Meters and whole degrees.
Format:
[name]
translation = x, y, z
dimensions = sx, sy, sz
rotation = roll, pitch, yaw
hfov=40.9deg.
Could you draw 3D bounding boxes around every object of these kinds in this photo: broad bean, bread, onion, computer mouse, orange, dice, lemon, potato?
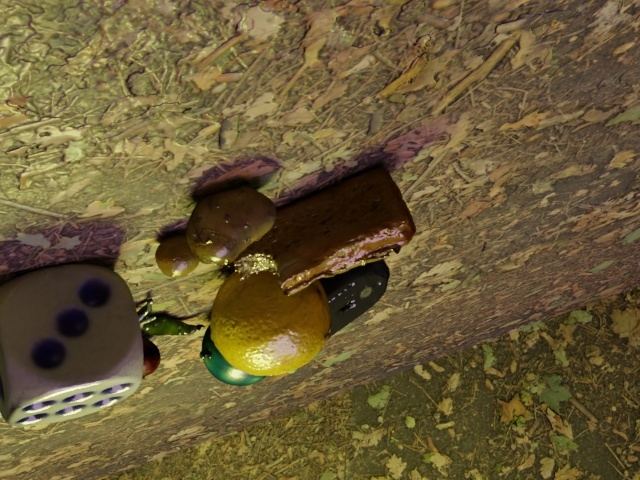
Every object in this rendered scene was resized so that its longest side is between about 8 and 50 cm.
[broad bean]
translation = -0.374, 0.212, 2.115
dimensions = 0.061, 0.046, 0.195
rotation = -25, 158, 33
[bread]
translation = 0.000, 0.000, 1.742
dimensions = 0.380, 0.185, 0.109
rotation = -23, 153, 8
[onion]
translation = -0.458, 0.299, 2.161
dimensions = 0.118, 0.119, 0.117
rotation = -33, 179, 30
[computer mouse]
translation = 0.029, 0.144, 2.173
dimensions = 0.323, 0.116, 0.183
rotation = -36, 137, -1
[orange]
translation = -0.279, 0.030, 1.698
dimensions = 0.095, 0.085, 0.085
rotation = -17, 159, -2
[dice]
translation = -0.507, 0.207, 1.684
dimensions = 0.259, 0.251, 0.243
rotation = -9, 156, -28
[lemon]
translation = -0.112, 0.174, 1.953
dimensions = 0.293, 0.293, 0.293
rotation = -18, 159, -7
[potato]
translation = -0.170, -0.033, 1.591
dimensions = 0.176, 0.137, 0.137
rotation = -36, 166, -21

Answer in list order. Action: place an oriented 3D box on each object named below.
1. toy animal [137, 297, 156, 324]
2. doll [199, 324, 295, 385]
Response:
[toy animal]
translation = -0.470, 0.222, 1.995
dimensions = 0.269, 0.082, 0.137
rotation = -33, 160, 6
[doll]
translation = -0.176, 0.278, 2.243
dimensions = 0.322, 0.198, 0.186
rotation = 0, 126, -36
